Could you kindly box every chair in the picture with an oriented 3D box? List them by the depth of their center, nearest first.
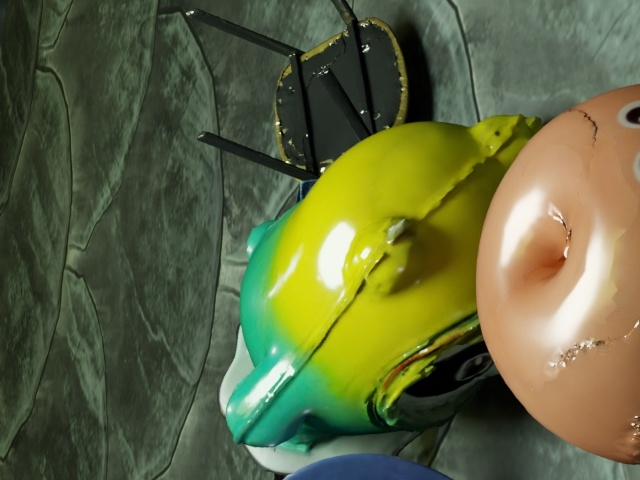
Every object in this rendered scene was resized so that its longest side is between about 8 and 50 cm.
[{"bbox_3d":[0.003,-0.125,1.774,0.172,0.247,0.159,-29,51,27],"label":"chair"}]

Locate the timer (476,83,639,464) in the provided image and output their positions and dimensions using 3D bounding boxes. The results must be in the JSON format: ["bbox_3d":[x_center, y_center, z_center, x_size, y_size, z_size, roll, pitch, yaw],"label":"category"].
[{"bbox_3d":[0.212,0.021,1.140,0.229,0.215,0.230,-172,90,-68],"label":"timer"}]

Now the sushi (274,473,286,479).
[{"bbox_3d":[0.007,0.236,1.742,0.150,0.090,0.078,-179,100,-69],"label":"sushi"}]

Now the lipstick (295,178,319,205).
[{"bbox_3d":[0.000,0.000,1.792,0.312,0.051,0.051,105,158,-79],"label":"lipstick"}]

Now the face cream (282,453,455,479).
[{"bbox_3d":[0.020,0.321,1.474,0.225,0.249,0.249,119,150,-49],"label":"face cream"}]

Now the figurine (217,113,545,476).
[{"bbox_3d":[0.048,0.039,1.511,0.231,0.323,0.340,43,144,8],"label":"figurine"}]
